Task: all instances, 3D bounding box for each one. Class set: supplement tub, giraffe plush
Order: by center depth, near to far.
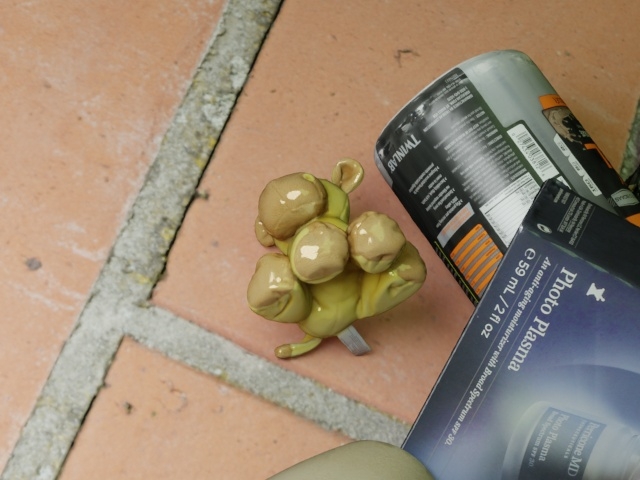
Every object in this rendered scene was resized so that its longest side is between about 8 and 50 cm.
[{"bbox_3d":[0.000,0.000,1.860,0.181,0.210,0.171,-16,59,-5],"label":"giraffe plush"},{"bbox_3d":[0.226,-0.018,1.952,0.207,0.207,0.338,-24,72,-34],"label":"supplement tub"}]

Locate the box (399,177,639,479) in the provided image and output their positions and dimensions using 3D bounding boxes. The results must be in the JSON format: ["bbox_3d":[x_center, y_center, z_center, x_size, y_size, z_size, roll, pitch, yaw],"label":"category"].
[{"bbox_3d":[0.267,0.149,1.754,0.294,0.296,0.183,28,22,5],"label":"box"}]

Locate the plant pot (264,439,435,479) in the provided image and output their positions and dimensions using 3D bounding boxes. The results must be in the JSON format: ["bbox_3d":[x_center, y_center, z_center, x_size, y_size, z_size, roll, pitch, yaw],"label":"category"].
[{"bbox_3d":[0.005,0.302,1.645,0.256,0.256,0.274,40,36,4],"label":"plant pot"}]

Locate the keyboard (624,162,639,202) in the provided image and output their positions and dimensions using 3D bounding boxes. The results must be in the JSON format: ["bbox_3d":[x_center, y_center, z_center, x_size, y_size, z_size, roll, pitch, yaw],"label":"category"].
[{"bbox_3d":[0.466,-0.113,2.186,0.201,0.033,0.317,3,48,15],"label":"keyboard"}]
